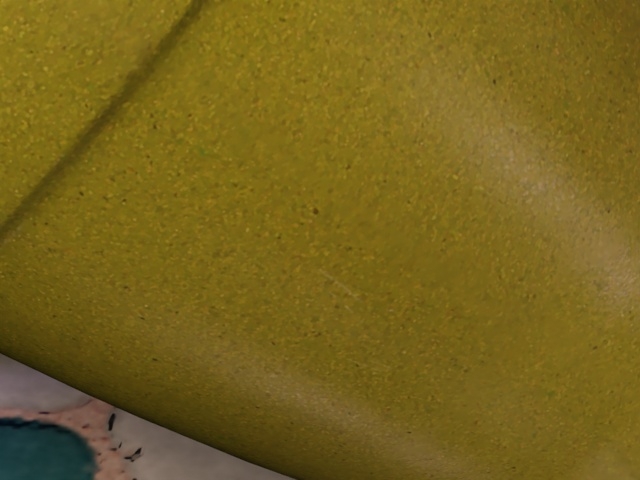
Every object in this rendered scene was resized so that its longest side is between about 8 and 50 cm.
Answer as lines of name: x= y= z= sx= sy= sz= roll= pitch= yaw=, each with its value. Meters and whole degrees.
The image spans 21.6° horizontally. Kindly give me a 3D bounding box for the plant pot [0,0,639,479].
plant pot: x=0.012 y=-0.052 z=0.698 sx=0.366 sy=0.353 sz=0.366 roll=-46 pitch=18 yaw=20
